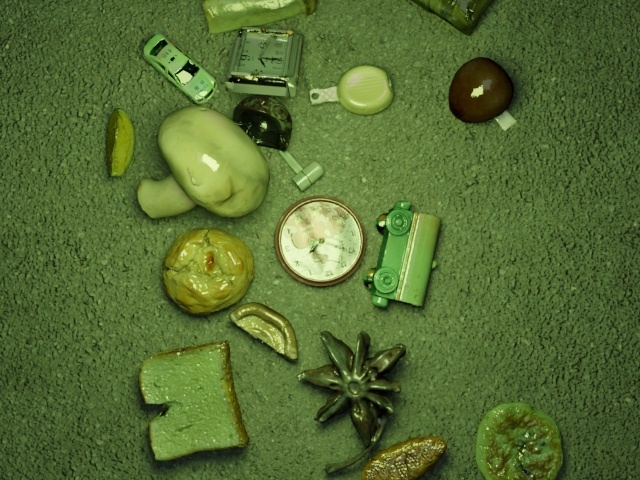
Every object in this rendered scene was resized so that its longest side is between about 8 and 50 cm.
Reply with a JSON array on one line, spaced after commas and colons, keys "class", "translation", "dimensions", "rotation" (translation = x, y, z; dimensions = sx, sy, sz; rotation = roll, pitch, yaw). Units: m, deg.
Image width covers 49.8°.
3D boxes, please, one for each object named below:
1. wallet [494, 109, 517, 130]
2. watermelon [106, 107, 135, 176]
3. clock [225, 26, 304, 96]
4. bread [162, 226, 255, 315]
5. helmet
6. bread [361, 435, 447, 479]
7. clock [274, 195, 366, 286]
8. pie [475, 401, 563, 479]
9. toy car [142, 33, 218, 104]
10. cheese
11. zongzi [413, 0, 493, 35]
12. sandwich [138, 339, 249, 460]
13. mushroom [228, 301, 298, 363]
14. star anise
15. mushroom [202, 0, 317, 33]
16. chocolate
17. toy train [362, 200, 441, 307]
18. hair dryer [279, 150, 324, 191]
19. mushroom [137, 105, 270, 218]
[{"class": "wallet", "translation": [0.495, -0.343, 1.886], "dimensions": [0.044, 0.011, 0.083], "rotation": [-38, 85, -4]}, {"class": "watermelon", "translation": [-0.548, -0.256, 1.837], "dimensions": [0.075, 0.092, 0.181], "rotation": [3, 91, 14]}, {"class": "clock", "translation": [-0.144, -0.470, 1.830], "dimensions": [0.187, 0.083, 0.253], "rotation": [5, 49, 0]}, {"class": "bread", "translation": [-0.295, 0.078, 1.772], "dimensions": [0.245, 0.134, 0.244], "rotation": [0, 80, -1]}, {"class": "helmet", "translation": [-0.141, -0.322, 1.811], "dimensions": [0.153, 0.177, 0.107], "rotation": [16, 61, 20]}, {"class": "bread", "translation": [0.215, 0.562, 1.742], "dimensions": [0.233, 0.076, 0.104], "rotation": [-25, 72, 4]}, {"class": "clock", "translation": [0.000, 0.000, 1.821], "dimensions": [0.245, 0.056, 0.244], "rotation": [0, 82, -2]}, {"class": "pie", "translation": [0.505, 0.532, 1.758], "dimensions": [0.241, 0.054, 0.240], "rotation": [0, 85, -1]}, {"class": "toy car", "translation": [-0.380, -0.466, 1.867], "dimensions": [0.224, 0.076, 0.090], "rotation": [41, 83, 5]}, {"class": "cheese", "translation": [0.080, -0.401, 1.866], "dimensions": [0.228, 0.064, 0.137], "rotation": [-8, 80, -2]}, {"class": "zongzi", "translation": [0.358, -0.731, 1.881], "dimensions": [0.274, 0.125, 0.250], "rotation": [33, 85, 10]}, {"class": "sandwich", "translation": [-0.329, 0.406, 1.752], "dimensions": [0.249, 0.095, 0.273], "rotation": [-12, 84, 2]}, {"class": "mushroom", "translation": [-0.133, 0.227, 1.784], "dimensions": [0.210, 0.072, 0.094], "rotation": [32, 86, 0]}, {"class": "star anise", "translation": [0.080, 0.373, 1.751], "dimensions": [0.359, 0.139, 0.315], "rotation": [-37, 77, 11]}, {"class": "mushroom", "translation": [-0.164, -0.639, 1.881], "dimensions": [0.312, 0.081, 0.099], "rotation": [-11, 119, 2]}, {"class": "chocolate", "translation": [0.415, -0.390, 1.820], "dimensions": [0.177, 0.177, 0.176], "rotation": [0, 83, 0]}, {"class": "toy train", "translation": [0.220, 0.043, 1.798], "dimensions": [0.177, 0.116, 0.285], "rotation": [14, 82, -11]}, {"class": "hair dryer", "translation": [-0.062, -0.206, 1.855], "dimensions": [0.082, 0.047, 0.137], "rotation": [-40, 78, -5]}, {"class": "mushroom", "translation": [-0.285, -0.200, 1.743], "dimensions": [0.315, 0.356, 0.314], "rotation": [-8, 102, -41]}]
